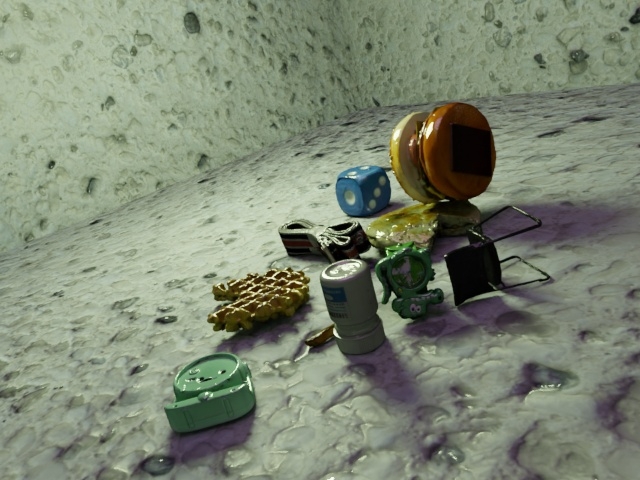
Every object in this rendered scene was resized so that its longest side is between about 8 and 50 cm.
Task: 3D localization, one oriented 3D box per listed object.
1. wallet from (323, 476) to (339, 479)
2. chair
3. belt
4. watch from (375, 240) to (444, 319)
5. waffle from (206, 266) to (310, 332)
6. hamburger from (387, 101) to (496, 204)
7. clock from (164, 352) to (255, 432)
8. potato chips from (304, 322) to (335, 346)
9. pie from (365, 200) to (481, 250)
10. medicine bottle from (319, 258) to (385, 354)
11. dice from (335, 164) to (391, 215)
[{"bbox_3d":[-0.001,0.379,0.750,0.124,0.032,0.183,-17,18,-13],"label":"wallet"},{"bbox_3d":[0.357,0.037,1.278,0.221,0.140,0.145,-20,20,-7],"label":"chair"},{"bbox_3d":[0.000,0.000,1.678,0.126,0.094,0.359,-43,28,-22],"label":"belt"},{"bbox_3d":[0.185,0.089,1.290,0.131,0.165,0.152,-16,-5,1],"label":"watch"},{"bbox_3d":[-0.147,0.143,1.458,0.259,0.069,0.293,-13,17,-1],"label":"waffle"},{"bbox_3d":[0.335,-0.238,1.644,0.291,0.291,0.225,-29,11,-35],"label":"hamburger"},{"bbox_3d":[-0.211,0.276,1.136,0.159,0.066,0.211,-16,19,-4],"label":"clock"},{"bbox_3d":[0.048,0.175,1.285,0.204,0.026,0.037,-32,13,-39],"label":"potato chips"},{"bbox_3d":[0.272,-0.044,1.642,0.337,0.075,0.337,-11,17,3],"label":"pie"},{"bbox_3d":[0.064,0.130,1.177,0.105,0.168,0.105,-14,20,5],"label":"medicine bottle"},{"bbox_3d":[0.142,-0.169,1.976,0.146,0.147,0.143,-27,25,-32],"label":"dice"}]
